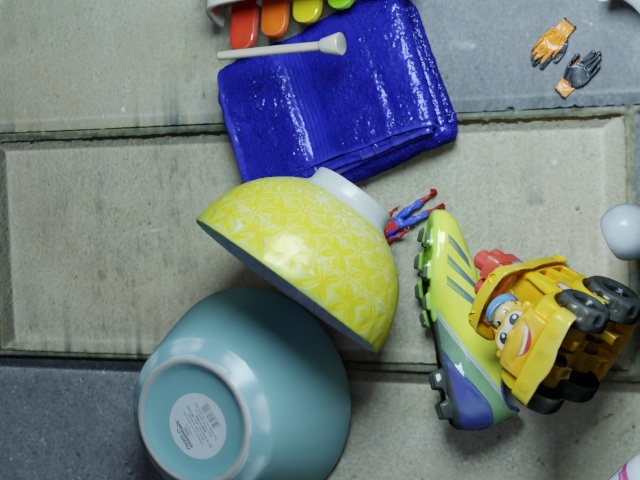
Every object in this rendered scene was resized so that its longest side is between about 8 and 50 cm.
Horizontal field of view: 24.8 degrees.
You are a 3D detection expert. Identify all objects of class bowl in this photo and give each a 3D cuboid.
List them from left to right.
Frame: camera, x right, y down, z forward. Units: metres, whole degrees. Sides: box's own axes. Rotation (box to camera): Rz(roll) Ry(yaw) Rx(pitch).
[{"bbox_3d":[-0.131,0.228,1.983,0.312,0.163,0.311,4,99,28],"label":"bowl"},{"bbox_3d":[0.000,0.000,1.873,0.289,0.289,0.156,35,85,20],"label":"bowl"}]

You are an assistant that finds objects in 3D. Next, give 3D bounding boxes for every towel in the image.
[{"bbox_3d":[0.012,-0.182,1.940,0.308,0.076,0.227,-22,85,26],"label":"towel"}]

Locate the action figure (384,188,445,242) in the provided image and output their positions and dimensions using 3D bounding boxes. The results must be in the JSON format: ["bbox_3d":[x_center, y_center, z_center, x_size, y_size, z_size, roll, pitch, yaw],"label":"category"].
[{"bbox_3d":[0.109,-0.028,1.932,0.115,0.030,0.038,-33,85,26],"label":"action figure"}]

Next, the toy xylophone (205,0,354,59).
[{"bbox_3d":[-0.033,-0.339,1.910,0.323,0.081,0.236,4,79,33],"label":"toy xylophone"}]

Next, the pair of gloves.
[{"bbox_3d":[0.308,-0.229,1.828,0.074,0.010,0.083,-46,75,21],"label":"pair of gloves"}]

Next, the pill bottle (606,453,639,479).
[{"bbox_3d":[0.346,0.407,1.776,0.160,0.160,0.283,48,112,15],"label":"pill bottle"}]

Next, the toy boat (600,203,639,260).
[{"bbox_3d":[0.480,0.040,1.688,0.318,0.148,0.267,26,105,22],"label":"toy boat"}]

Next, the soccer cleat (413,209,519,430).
[{"bbox_3d":[0.192,0.101,1.883,0.121,0.093,0.289,-8,86,-4],"label":"soccer cleat"}]

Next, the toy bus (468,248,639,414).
[{"bbox_3d":[0.257,0.088,1.769,0.211,0.220,0.149,37,114,25],"label":"toy bus"}]

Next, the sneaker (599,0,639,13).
[{"bbox_3d":[0.433,-0.287,1.736,0.212,0.080,0.094,23,130,14],"label":"sneaker"}]
